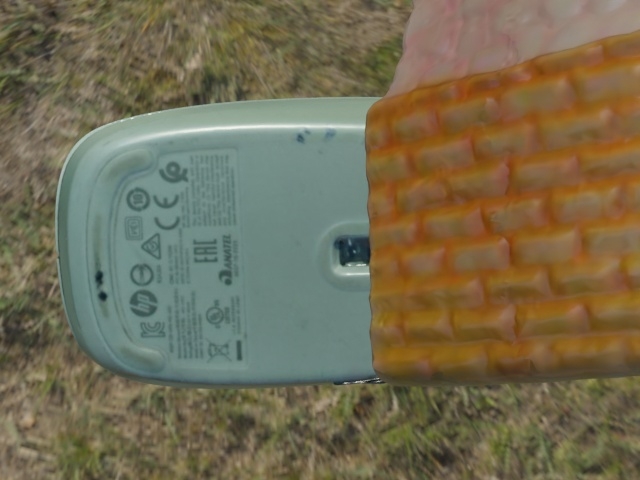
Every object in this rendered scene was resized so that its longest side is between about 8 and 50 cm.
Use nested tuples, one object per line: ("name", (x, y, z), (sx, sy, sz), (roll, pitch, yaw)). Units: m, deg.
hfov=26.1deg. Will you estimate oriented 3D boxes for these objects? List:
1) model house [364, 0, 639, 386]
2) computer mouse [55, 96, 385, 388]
("model house", (0.142, -0.024, 0.589), (0.237, 0.202, 0.237), (42, 53, -41))
("computer mouse", (0.001, -0.002, 0.771), (0.289, 0.097, 0.159), (-2, 104, 2))
